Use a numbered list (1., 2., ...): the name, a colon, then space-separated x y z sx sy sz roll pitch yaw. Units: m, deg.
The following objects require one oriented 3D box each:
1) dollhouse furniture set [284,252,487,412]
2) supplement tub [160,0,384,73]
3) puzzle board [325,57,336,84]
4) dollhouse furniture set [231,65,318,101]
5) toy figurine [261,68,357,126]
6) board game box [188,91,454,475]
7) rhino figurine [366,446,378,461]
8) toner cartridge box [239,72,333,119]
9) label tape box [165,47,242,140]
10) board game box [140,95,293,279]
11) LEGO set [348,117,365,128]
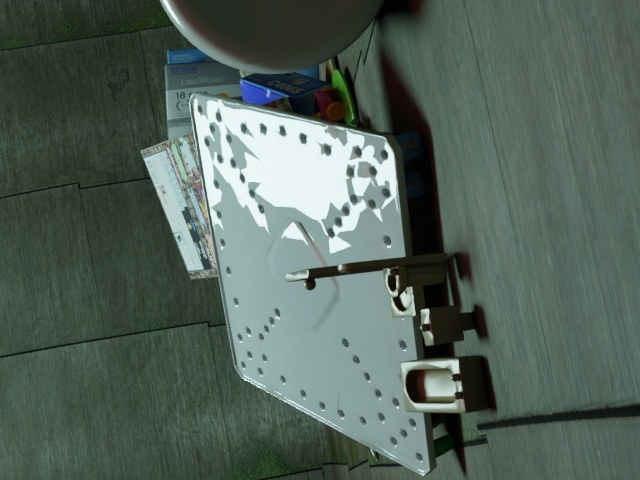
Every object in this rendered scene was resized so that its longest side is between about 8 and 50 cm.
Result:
1. dollhouse furniture set: 0.059 0.093 1.158 0.144 0.123 0.151 -16 81 64
2. supplement tub: -0.060 -0.304 1.317 0.331 0.241 0.241 -120 20 -78
3. puzzle board: 0.023 -0.234 1.892 0.128 0.011 0.096 89 169 -67
4. dollhouse furniture set: -0.122 -0.344 2.284 0.303 0.198 0.286 87 172 -54
5. toy figurine: -0.033 -0.147 1.770 0.130 0.159 0.173 -114 12 -54
6. board game box: -0.003 0.033 1.425 0.390 0.050 0.390 19 124 50
7. rhino figurine: 0.063 0.248 2.031 0.106 0.073 0.243 84 173 -71
8. toner cartridge box: -0.028 -0.093 1.965 0.165 0.075 0.347 26 133 50
9. label tape box: -0.201 -0.301 2.550 0.106 0.241 0.333 92 172 -62
10. board game box: -0.132 -0.075 1.925 0.291 0.141 0.232 -7 105 61
11. LEGO set: 0.057 -0.138 1.643 0.083 0.023 0.054 39 -138 -77
